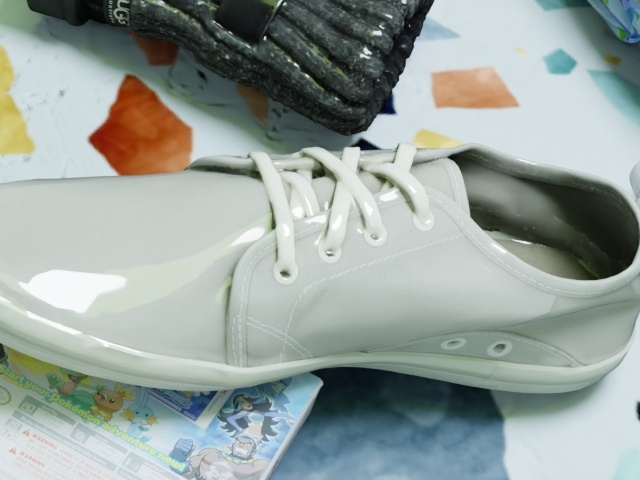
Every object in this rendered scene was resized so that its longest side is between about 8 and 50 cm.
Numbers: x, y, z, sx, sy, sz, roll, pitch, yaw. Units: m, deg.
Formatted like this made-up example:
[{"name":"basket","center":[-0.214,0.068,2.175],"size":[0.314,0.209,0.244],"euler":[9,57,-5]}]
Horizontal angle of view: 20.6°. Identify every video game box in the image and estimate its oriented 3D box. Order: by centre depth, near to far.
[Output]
[{"name":"video game box","center":[-0.129,0.106,0.995],"size":[0.205,0.048,0.187],"euler":[28,52,6]}]

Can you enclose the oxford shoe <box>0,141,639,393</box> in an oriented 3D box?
[{"name":"oxford shoe","center":[0.000,0.000,1.024],"size":[0.449,0.130,0.169],"euler":[4,42,-22]}]

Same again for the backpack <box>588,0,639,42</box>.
[{"name":"backpack","center":[0.271,-0.307,1.324],"size":[0.290,0.273,0.356],"euler":[-26,85,-28]}]

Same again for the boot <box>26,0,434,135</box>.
[{"name":"boot","center":[-0.023,-0.241,1.238],"size":[0.260,0.131,0.348],"euler":[19,61,8]}]

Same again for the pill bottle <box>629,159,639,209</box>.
[{"name":"pill bottle","center":[0.245,-0.003,1.175],"size":[0.065,0.065,0.116],"euler":[-2,53,-17]}]
